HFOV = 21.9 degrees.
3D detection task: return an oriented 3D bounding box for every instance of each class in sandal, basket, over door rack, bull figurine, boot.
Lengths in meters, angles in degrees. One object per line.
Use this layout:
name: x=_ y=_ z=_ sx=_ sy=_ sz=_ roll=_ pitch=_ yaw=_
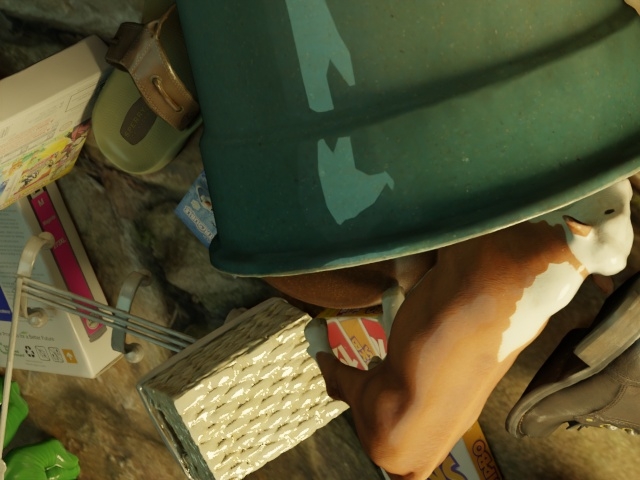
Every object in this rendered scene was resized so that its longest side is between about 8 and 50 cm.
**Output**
sandal: x=-0.143 y=-0.144 z=1.463 sx=0.120 sy=0.086 sz=0.303 roll=43 pitch=140 yaw=9
basket: x=-0.066 y=0.140 z=1.525 sx=0.113 sy=0.167 sz=0.103 roll=62 pitch=162 yaw=-12
over door rack: x=-0.216 y=0.169 z=1.686 sx=0.239 sy=0.108 sz=0.324 roll=20 pitch=113 yaw=9
bull figurine: x=0.112 y=0.045 z=1.300 sx=0.310 sy=0.101 sz=0.188 roll=-55 pitch=44 yaw=19
boot: x=0.280 y=0.154 z=1.288 sx=0.229 sy=0.091 sz=0.263 roll=39 pitch=149 yaw=3

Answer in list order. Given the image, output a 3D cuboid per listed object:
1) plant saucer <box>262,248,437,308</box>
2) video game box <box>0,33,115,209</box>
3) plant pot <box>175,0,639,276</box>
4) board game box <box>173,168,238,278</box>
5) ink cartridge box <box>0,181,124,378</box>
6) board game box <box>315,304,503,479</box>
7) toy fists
plant saucer: x=0.000 y=0.000 z=1.421 sx=0.199 sy=0.036 sz=0.198 roll=14 pitch=143 yaw=11
video game box: x=-0.298 y=-0.090 z=1.561 sx=0.048 sy=0.205 sz=0.187 roll=46 pitch=140 yaw=12
plant pot: x=0.038 y=-0.190 z=1.093 sx=0.341 sy=0.341 sz=0.334 roll=-5 pitch=108 yaw=45
board game box: x=-0.088 y=-0.021 z=1.558 sx=0.090 sy=0.020 sz=0.090 roll=47 pitch=142 yaw=5
ink cartridge box: x=-0.346 y=-0.025 z=1.764 sx=0.176 sy=0.069 sz=0.371 roll=2 pitch=123 yaw=44
board game box: x=0.093 y=0.174 z=1.526 sx=0.124 sy=0.039 sz=0.259 roll=-5 pitch=118 yaw=46
toy fists: x=-0.377 y=0.252 z=1.947 sx=0.279 sy=0.142 sz=0.096 roll=50 pitch=126 yaw=1
